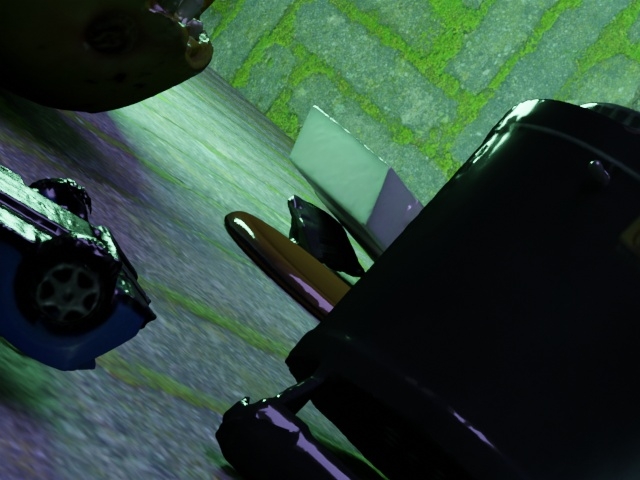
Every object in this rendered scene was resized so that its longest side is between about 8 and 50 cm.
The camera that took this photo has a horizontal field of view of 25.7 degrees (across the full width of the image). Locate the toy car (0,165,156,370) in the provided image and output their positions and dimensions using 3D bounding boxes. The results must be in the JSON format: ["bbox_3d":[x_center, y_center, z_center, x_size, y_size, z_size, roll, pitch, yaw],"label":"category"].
[{"bbox_3d":[-0.159,-0.018,0.521,0.216,0.063,0.103,31,7,-23],"label":"toy car"}]

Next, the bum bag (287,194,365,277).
[{"bbox_3d":[0.000,0.000,1.627,0.087,0.049,0.197,66,12,15],"label":"bum bag"}]

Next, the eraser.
[{"bbox_3d":[0.112,0.015,1.733,0.213,0.082,0.397,44,-3,46],"label":"eraser"}]

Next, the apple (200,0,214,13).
[{"bbox_3d":[-0.264,-0.366,1.450,0.400,0.334,0.400,21,3,-1],"label":"apple"}]

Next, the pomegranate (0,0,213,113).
[{"bbox_3d":[-0.228,-0.259,1.090,0.358,0.216,0.310,60,-6,35],"label":"pomegranate"}]

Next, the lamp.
[{"bbox_3d":[0.126,0.051,0.794,0.205,0.272,0.374,39,5,11],"label":"lamp"}]

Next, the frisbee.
[{"bbox_3d":[0.007,0.052,1.366,0.251,0.021,0.251,40,4,-3],"label":"frisbee"}]
